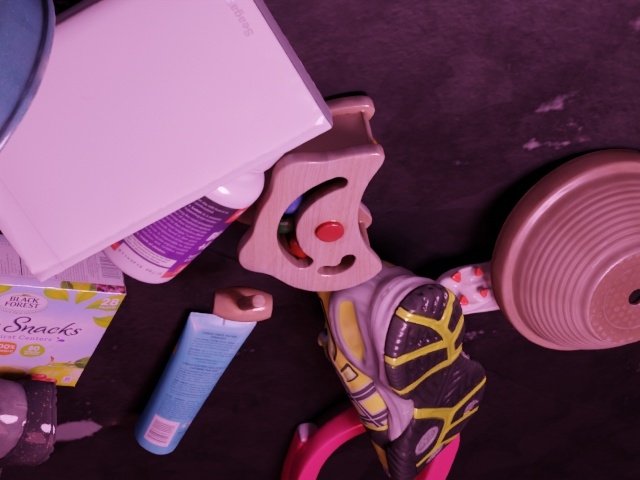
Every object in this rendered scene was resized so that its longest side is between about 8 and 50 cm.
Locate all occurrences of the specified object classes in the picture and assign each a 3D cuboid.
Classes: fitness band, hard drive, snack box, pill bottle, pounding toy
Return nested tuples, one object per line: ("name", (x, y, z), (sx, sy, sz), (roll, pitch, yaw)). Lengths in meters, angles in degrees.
("fitness band", (0.059, 0.277, 2.331), (0.209, 0.054, 0.291), (-6, 143, -18))
("hard drive", (-0.172, -0.114, 1.658), (0.307, 0.040, 0.203), (-27, 113, 12))
("snack box", (-0.322, 0.070, 1.893), (0.207, 0.070, 0.174), (5, 141, -27))
("pill bottle", (-0.121, -0.054, 1.776), (0.108, 0.108, 0.193), (20, 131, -39))
("pounding toy", (0.000, 0.000, 1.853), (0.154, 0.155, 0.269), (5, 139, -20))

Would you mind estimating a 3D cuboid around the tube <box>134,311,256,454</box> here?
("tube", (-0.147, 0.155, 2.095), (0.080, 0.052, 0.207), (4, 134, -33))

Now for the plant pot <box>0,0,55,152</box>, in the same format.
("plant pot", (-0.385, -0.171, 1.415), (0.271, 0.272, 0.255), (-32, 132, 20))

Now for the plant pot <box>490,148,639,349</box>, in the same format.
("plant pot", (0.308, 0.031, 1.989), (0.237, 0.110, 0.237), (-12, 124, -18))

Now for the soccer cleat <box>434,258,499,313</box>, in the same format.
("soccer cleat", (0.206, 0.046, 2.078), (0.196, 0.068, 0.076), (-7, 172, -23))

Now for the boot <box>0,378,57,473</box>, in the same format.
("boot", (-0.433, 0.203, 1.960), (0.222, 0.118, 0.338), (10, 149, -28))

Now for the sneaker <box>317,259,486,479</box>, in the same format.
("sneaker", (0.083, 0.133, 2.080), (0.145, 0.147, 0.385), (-43, 151, -22))
